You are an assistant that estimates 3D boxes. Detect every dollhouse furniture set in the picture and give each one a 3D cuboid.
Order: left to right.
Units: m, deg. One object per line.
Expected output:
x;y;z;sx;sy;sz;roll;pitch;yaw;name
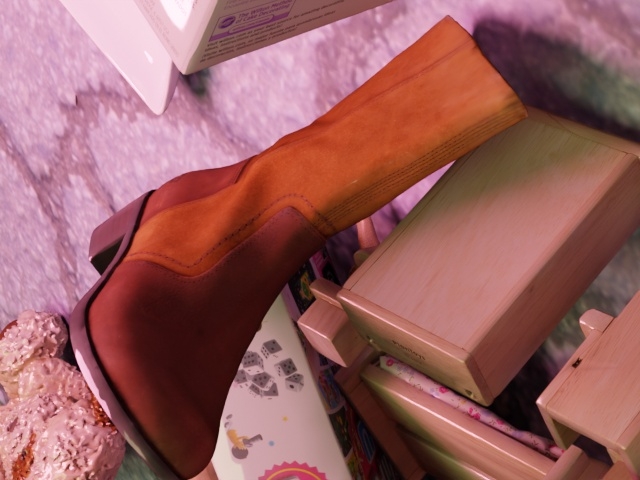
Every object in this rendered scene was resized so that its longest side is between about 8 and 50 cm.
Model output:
0.175;0.103;0.968;0.303;0.174;0.355;26;157;43;dollhouse furniture set

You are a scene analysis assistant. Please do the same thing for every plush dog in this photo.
-0.288;0.228;1.612;0.211;0.262;0.225;38;167;-22;plush dog

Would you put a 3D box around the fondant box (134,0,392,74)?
0.048;-0.239;0.729;0.096;0.238;0.330;57;148;14;fondant box

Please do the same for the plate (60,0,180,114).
-0.170;-0.285;1.201;0.278;0.045;0.277;49;146;23;plate

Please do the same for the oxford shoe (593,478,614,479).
0.262;0.257;0.793;0.140;0.146;0.397;-23;131;36;oxford shoe

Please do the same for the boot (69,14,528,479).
0.000;0.000;0.873;0.096;0.280;0.264;57;-169;-22;boot

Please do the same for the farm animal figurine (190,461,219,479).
-0.152;0.342;1.467;0.172;0.330;0.326;26;160;42;farm animal figurine

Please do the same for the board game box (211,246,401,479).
-0.009;0.141;1.111;0.224;0.098;0.303;-51;-58;-77;board game box

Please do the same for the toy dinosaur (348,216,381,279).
0.048;0.033;1.100;0.093;0.053;0.183;14;123;53;toy dinosaur
